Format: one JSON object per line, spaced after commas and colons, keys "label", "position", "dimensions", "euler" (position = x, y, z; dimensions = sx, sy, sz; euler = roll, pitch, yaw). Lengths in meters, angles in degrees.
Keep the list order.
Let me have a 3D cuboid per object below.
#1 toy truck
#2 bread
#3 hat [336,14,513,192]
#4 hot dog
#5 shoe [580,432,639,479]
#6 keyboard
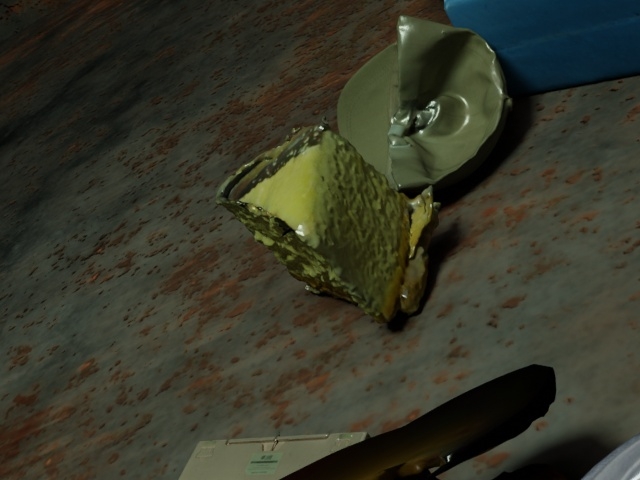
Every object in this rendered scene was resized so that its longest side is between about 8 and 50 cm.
{"label": "toy truck", "position": [0.283, -0.239, 0.981], "dimensions": [0.385, 0.161, 0.162], "euler": [-5, 48, 44]}
{"label": "bread", "position": [0.000, 0.000, 0.927], "dimensions": [0.152, 0.147, 0.127], "euler": [-20, 41, 40]}
{"label": "hat", "position": [0.086, -0.095, 1.074], "dimensions": [0.173, 0.144, 0.166], "euler": [111, 165, -71]}
{"label": "hot dog", "position": [-0.002, 0.192, 0.616], "dimensions": [0.326, 0.107, 0.194], "euler": [-27, 0, 11]}
{"label": "shoe", "position": [0.152, 0.174, 0.515], "dimensions": [0.245, 0.095, 0.137], "euler": [-36, 30, 5]}
{"label": "keyboard", "position": [-0.036, 0.162, 0.831], "dimensions": [0.166, 0.017, 0.055], "euler": [-11, 39, 39]}
